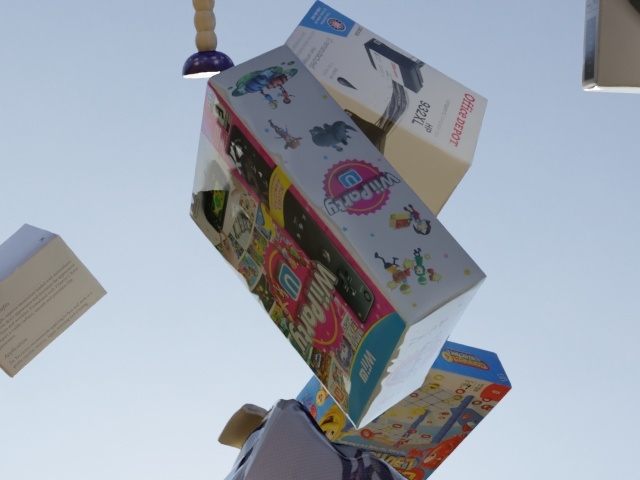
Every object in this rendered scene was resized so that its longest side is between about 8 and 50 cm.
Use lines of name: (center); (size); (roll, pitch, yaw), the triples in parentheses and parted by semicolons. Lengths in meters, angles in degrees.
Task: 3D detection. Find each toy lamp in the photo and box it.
toy lamp: (-0.150, -0.347, 1.289); (0.080, 0.080, 0.274); (-3, -83, 24)

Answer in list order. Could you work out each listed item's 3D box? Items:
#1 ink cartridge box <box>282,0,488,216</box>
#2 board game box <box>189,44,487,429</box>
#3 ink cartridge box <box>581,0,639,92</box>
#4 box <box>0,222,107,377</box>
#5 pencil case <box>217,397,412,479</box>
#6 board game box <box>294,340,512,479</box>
ink cartridge box: (0.075, -0.190, 1.489); (0.308, 0.223, 0.129); (30, -55, -3)
board game box: (0.000, 0.000, 0.986); (0.303, 0.098, 0.224); (50, -29, 21)
ink cartridge box: (0.424, -0.304, 1.160); (0.239, 0.275, 0.060); (1, 3, -5)
box: (-0.434, 0.081, 1.468); (0.119, 0.181, 0.182); (55, -20, -23)
pencil case: (0.106, 0.230, 0.552); (0.410, 0.183, 0.159); (25, -63, 4)
board game box: (0.118, 0.292, 1.755); (0.308, 0.086, 0.302); (16, -56, -31)
